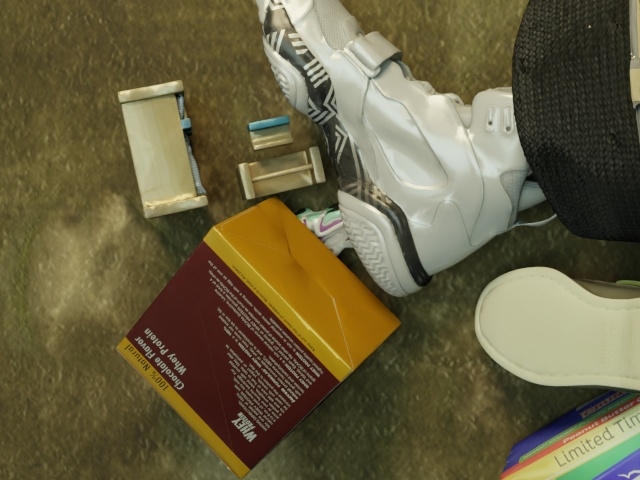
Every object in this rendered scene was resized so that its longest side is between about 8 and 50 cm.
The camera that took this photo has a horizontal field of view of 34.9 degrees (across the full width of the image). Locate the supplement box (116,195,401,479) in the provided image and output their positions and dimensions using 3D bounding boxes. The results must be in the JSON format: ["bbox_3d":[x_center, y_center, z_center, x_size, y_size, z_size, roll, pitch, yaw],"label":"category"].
[{"bbox_3d":[-0.065,0.098,1.043,0.191,0.129,0.194,45,120,7],"label":"supplement box"}]

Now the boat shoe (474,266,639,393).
[{"bbox_3d":[0.267,0.088,0.930,0.305,0.091,0.109,5,85,56],"label":"boat shoe"}]

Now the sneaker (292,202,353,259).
[{"bbox_3d":[0.000,0.000,1.082,0.098,0.038,0.069,-7,114,36],"label":"sneaker"}]

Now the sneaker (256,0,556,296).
[{"bbox_3d":[0.089,-0.142,0.991,0.210,0.137,0.366,-22,95,17],"label":"sneaker"}]

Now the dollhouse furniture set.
[{"bbox_3d":[-0.105,-0.103,1.071,0.184,0.129,0.129,-12,93,-7],"label":"dollhouse furniture set"}]

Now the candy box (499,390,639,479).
[{"bbox_3d":[0.371,0.280,0.963,0.268,0.122,0.317,-35,85,17],"label":"candy box"}]

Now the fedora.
[{"bbox_3d":[0.262,-0.117,0.874,0.152,0.334,0.334,-5,95,33],"label":"fedora"}]
